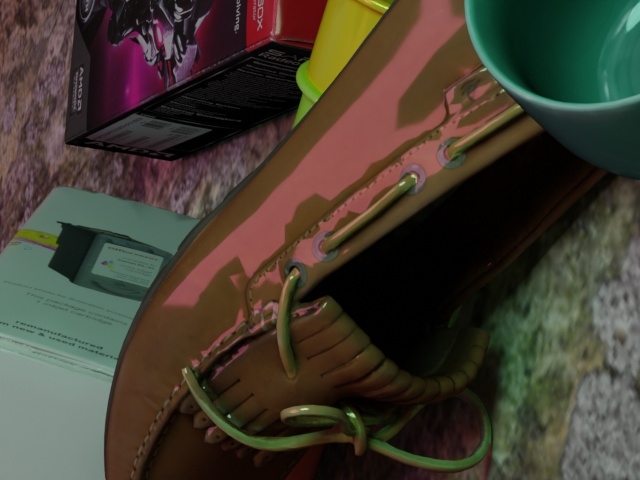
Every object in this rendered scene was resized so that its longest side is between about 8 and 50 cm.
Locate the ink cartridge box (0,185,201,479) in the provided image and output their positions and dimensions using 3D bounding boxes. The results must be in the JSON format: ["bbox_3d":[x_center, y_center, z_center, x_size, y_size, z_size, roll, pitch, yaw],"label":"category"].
[{"bbox_3d":[-0.160,0.118,1.213,0.306,0.131,0.226,-79,5,-74],"label":"ink cartridge box"}]

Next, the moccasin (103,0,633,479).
[{"bbox_3d":[0.023,0.032,0.956,0.380,0.139,0.147,-48,55,22],"label":"moccasin"}]

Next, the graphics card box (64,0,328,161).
[{"bbox_3d":[-0.057,-0.193,1.268,0.371,0.094,0.232,166,110,-65],"label":"graphics card box"}]

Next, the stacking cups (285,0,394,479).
[{"bbox_3d":[0.000,0.000,1.086,0.096,0.096,0.316,-118,42,-52],"label":"stacking cups"}]

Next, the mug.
[{"bbox_3d":[0.147,-0.090,0.777,0.158,0.097,0.129,-7,64,30],"label":"mug"}]
